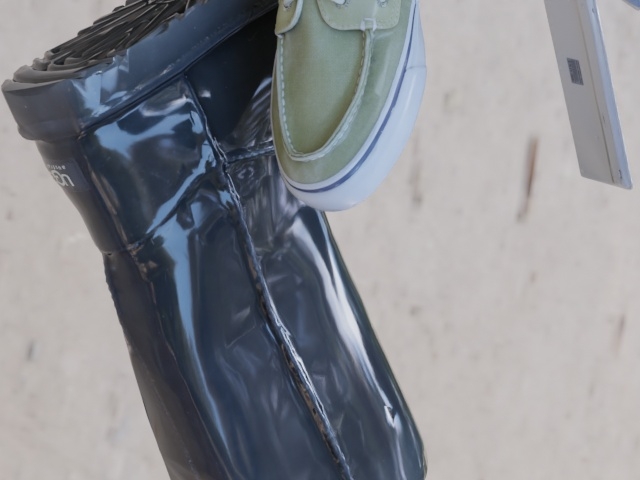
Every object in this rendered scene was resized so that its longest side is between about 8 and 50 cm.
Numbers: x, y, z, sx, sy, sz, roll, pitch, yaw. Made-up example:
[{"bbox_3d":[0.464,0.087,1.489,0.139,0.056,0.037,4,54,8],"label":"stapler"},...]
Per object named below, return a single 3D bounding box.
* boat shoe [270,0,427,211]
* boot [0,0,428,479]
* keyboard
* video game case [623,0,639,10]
[{"bbox_3d":[0.011,-0.172,1.256,0.094,0.109,0.302,29,65,-53],"label":"boat shoe"},{"bbox_3d":[-0.002,0.001,1.437,0.367,0.146,0.445,-34,114,-25],"label":"boot"},{"bbox_3d":[0.262,-0.167,1.905,0.014,0.072,0.256,-29,120,-23],"label":"keyboard"},{"bbox_3d":[0.192,-0.305,1.617,0.023,0.212,0.193,-45,153,-12],"label":"video game case"}]
